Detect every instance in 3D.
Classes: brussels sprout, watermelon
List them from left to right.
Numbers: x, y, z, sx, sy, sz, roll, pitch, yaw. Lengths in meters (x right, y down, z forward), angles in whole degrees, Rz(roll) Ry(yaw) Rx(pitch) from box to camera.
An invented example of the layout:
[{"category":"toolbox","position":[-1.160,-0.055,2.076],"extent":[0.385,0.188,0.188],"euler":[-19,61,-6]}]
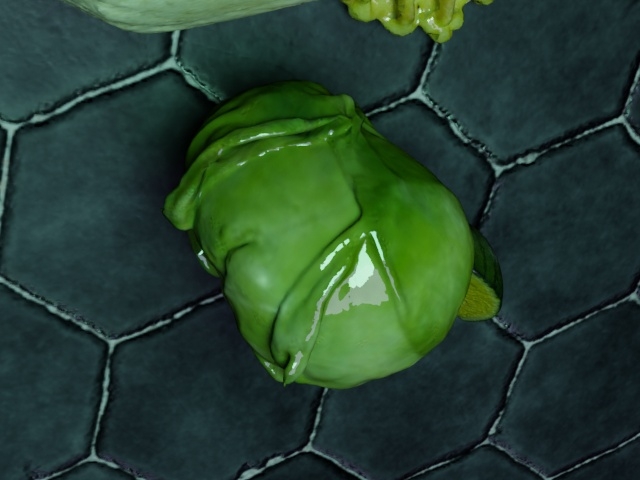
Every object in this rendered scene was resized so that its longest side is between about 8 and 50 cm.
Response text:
[{"category":"brussels sprout","position":[0.001,-0.003,0.897],"extent":[0.227,0.259,0.294],"euler":[-38,152,21]},{"category":"watermelon","position":[0.145,0.036,1.095],"extent":[0.092,0.075,0.181],"euler":[-42,128,10]}]

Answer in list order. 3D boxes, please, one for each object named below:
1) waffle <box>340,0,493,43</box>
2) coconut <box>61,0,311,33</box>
[{"category":"waffle","position":[0.096,-0.305,0.874],"extent":[0.291,0.051,0.291],"euler":[-10,126,-15]},{"category":"coconut","position":[-0.069,-0.285,0.665],"extent":[0.329,0.329,0.328],"euler":[-11,124,-17]}]
